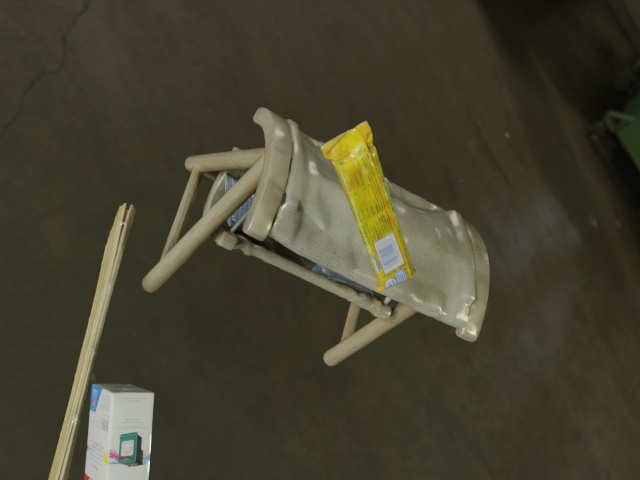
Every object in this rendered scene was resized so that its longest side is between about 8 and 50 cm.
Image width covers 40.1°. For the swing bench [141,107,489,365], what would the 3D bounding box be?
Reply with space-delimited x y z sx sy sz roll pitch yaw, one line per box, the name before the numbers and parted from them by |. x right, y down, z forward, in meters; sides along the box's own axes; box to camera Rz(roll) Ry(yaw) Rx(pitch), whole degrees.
swing bench | 0.000 0.000 0.888 0.253 0.255 0.165 28 63 -25

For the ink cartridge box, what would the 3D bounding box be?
ink cartridge box | -0.354 0.373 1.532 0.078 0.134 0.230 5 86 -29

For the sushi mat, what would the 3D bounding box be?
sushi mat | -0.241 0.126 0.906 0.019 0.151 0.316 14 69 -14

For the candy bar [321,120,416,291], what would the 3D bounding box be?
candy bar | 0.042 -0.019 0.694 0.018 0.040 0.161 52 -13 51
